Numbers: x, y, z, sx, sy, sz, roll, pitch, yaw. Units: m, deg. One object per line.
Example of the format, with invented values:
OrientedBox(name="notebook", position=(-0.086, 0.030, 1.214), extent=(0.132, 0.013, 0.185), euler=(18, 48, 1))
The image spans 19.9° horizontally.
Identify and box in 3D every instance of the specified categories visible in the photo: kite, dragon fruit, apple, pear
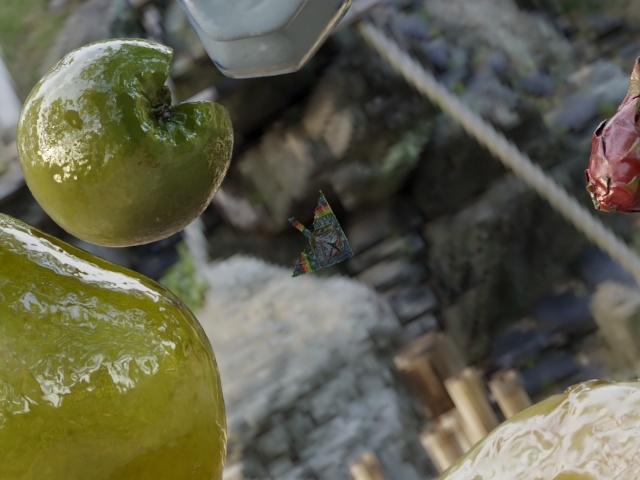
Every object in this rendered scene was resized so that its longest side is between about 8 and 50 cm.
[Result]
OrientedBox(name="kite", position=(0.000, 0.000, 2.164), extent=(0.004, 0.090, 0.122), euler=(-40, 23, 60))
OrientedBox(name="dragon fruit", position=(0.309, -0.108, 1.694), extent=(0.190, 0.094, 0.094), euler=(-67, 17, -5))
OrientedBox(name="apple", position=(-0.263, -0.137, 2.493), extent=(0.292, 0.292, 0.254), euler=(-37, 1, -35))
OrientedBox(name="pear", position=(-0.271, 0.153, 1.273), extent=(0.418, 0.362, 0.362), euler=(-14, 10, -4))

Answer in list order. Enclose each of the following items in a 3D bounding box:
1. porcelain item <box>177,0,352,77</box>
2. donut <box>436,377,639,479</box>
OrientedBox(name="porcelain item", position=(-0.076, -0.301, 2.048), extent=(0.178, 0.242, 0.405), euler=(-30, 0, 4))
OrientedBox(name="donut", position=(0.194, 0.283, 1.223), extent=(0.449, 0.198, 0.449), euler=(-38, 28, 24))
